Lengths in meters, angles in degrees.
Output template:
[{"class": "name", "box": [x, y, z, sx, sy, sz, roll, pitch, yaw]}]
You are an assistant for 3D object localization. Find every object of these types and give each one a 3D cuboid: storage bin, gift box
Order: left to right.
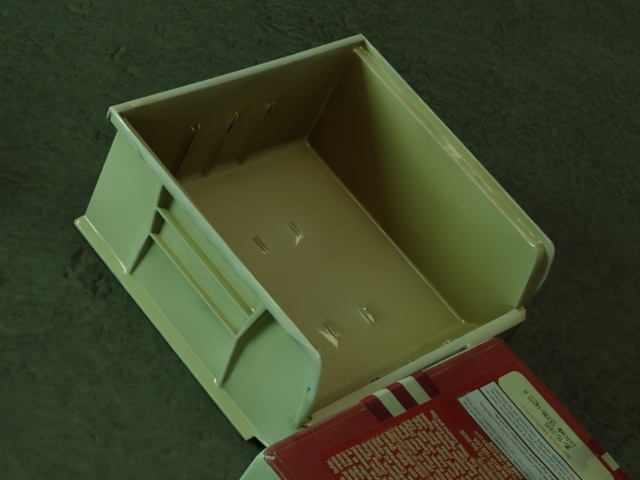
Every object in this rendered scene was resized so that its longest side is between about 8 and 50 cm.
[{"class": "storage bin", "box": [0.000, 0.000, 1.158, 0.262, 0.123, 0.260, -22, 63, -42]}, {"class": "gift box", "box": [0.064, 0.240, 0.867, 0.276, 0.258, 0.255, -12, 56, -47]}]
